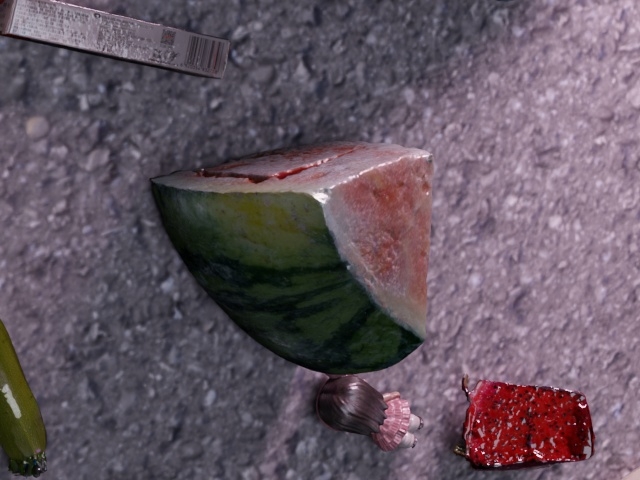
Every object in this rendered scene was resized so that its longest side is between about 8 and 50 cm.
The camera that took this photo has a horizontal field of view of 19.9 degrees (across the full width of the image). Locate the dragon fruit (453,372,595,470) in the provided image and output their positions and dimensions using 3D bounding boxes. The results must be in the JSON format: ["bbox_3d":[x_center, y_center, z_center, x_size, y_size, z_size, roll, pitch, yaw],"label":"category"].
[{"bbox_3d":[0.217,0.197,1.952,0.147,0.096,0.102,4,86,3],"label":"dragon fruit"}]

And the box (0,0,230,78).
[{"bbox_3d":[-0.193,-0.188,1.688,0.218,0.055,0.039,10,93,-28],"label":"box"}]

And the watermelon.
[{"bbox_3d":[0.000,0.000,1.765,0.201,0.213,0.261,-50,123,-30],"label":"watermelon"}]

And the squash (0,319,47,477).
[{"bbox_3d":[-0.295,0.137,1.693,0.052,0.052,0.183,-27,108,-21],"label":"squash"}]

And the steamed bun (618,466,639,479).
[{"bbox_3d":[0.415,0.360,2.040,0.232,0.145,0.231,-5,100,-27],"label":"steamed bun"}]

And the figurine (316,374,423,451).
[{"bbox_3d":[0.053,0.172,1.876,0.129,0.054,0.072,26,82,-30],"label":"figurine"}]
